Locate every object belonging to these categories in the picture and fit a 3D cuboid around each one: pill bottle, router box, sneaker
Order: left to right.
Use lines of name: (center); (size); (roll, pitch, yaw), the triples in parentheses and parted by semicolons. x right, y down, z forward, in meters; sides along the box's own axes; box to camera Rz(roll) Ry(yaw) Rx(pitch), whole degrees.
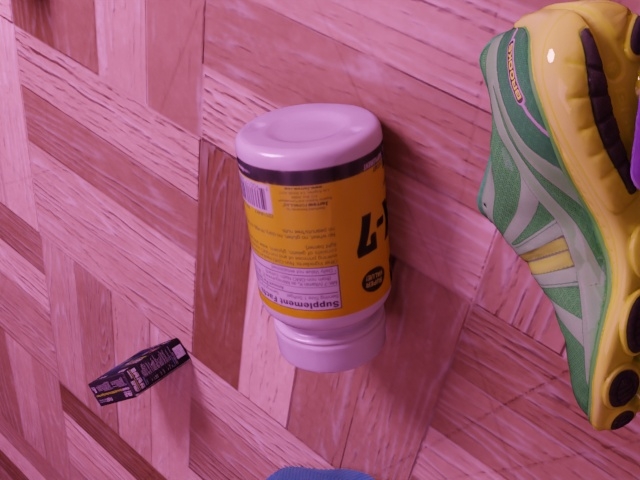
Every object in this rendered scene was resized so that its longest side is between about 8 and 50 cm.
router box: (-0.244, 0.177, 1.015); (0.122, 0.092, 0.038); (-25, 97, 49)
pill bottle: (0.000, 0.000, 0.644); (0.119, 0.119, 0.209); (17, 126, 37)
sneaker: (0.017, 0.322, 0.870); (0.228, 0.087, 0.092); (-9, 115, 54)
sneaker: (0.177, -0.010, 0.497); (0.123, 0.109, 0.296); (31, 142, 62)

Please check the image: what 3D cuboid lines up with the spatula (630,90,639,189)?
spatula: (0.218, -0.165, 0.369); (0.030, 0.084, 0.297); (-123, 34, -55)
